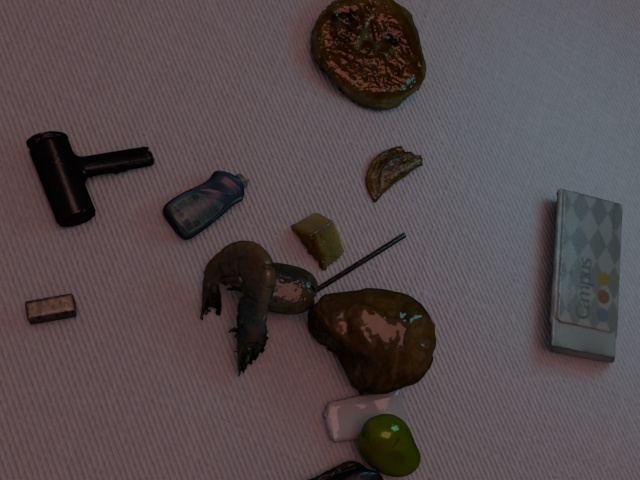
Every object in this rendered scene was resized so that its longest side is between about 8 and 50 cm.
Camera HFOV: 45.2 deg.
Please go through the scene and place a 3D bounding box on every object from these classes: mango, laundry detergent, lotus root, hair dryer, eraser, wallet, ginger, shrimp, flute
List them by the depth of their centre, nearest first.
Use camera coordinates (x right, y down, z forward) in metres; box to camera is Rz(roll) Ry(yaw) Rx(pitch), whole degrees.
[{"bbox_3d":[-0.186,0.136,1.632,0.178,0.290,0.075,20,26,25],"label":"shrimp"},{"bbox_3d":[0.147,0.446,1.649,0.117,0.089,0.163,-27,113,-6],"label":"mango"},{"bbox_3d":[-0.481,-0.155,1.668,0.251,0.089,0.197,-18,81,-25],"label":"hair dryer"},{"bbox_3d":[0.129,0.197,1.668,0.223,0.200,0.269,-34,86,-19],"label":"ginger"},{"bbox_3d":[-0.102,0.102,1.687,0.191,0.088,0.113,11,55,-8],"label":"lotus root"},{"bbox_3d":[0.099,0.388,1.699,0.189,0.033,0.095,-4,75,-16],"label":"wallet"},{"bbox_3d":[-0.246,-0.091,1.719,0.206,0.061,0.097,-36,85,-21],"label":"laundry detergent"},{"bbox_3d":[0.096,0.050,1.799,0.269,0.014,0.014,-31,85,-20],"label":"flute"},{"bbox_3d":[0.656,0.088,1.901,0.213,0.082,0.397,12,73,-11],"label":"eraser"}]

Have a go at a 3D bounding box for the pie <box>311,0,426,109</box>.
[{"bbox_3d":[0.122,-0.478,1.908,0.314,0.092,0.316,3,76,-14],"label":"pie"}]

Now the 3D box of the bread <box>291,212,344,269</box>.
[{"bbox_3d":[0.000,0.000,1.785,0.084,0.080,0.109,-34,122,-20],"label":"bread"}]

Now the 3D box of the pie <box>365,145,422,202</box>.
[{"bbox_3d":[0.171,-0.174,1.869,0.169,0.034,0.092,-35,88,-14],"label":"pie"}]

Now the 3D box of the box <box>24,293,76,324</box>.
[{"bbox_3d":[-0.551,0.141,1.575,0.098,0.062,0.045,-10,78,-19],"label":"box"}]

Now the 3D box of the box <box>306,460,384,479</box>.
[{"bbox_3d":[0.012,0.672,1.570,0.350,0.091,0.360,-17,83,-18],"label":"box"}]
